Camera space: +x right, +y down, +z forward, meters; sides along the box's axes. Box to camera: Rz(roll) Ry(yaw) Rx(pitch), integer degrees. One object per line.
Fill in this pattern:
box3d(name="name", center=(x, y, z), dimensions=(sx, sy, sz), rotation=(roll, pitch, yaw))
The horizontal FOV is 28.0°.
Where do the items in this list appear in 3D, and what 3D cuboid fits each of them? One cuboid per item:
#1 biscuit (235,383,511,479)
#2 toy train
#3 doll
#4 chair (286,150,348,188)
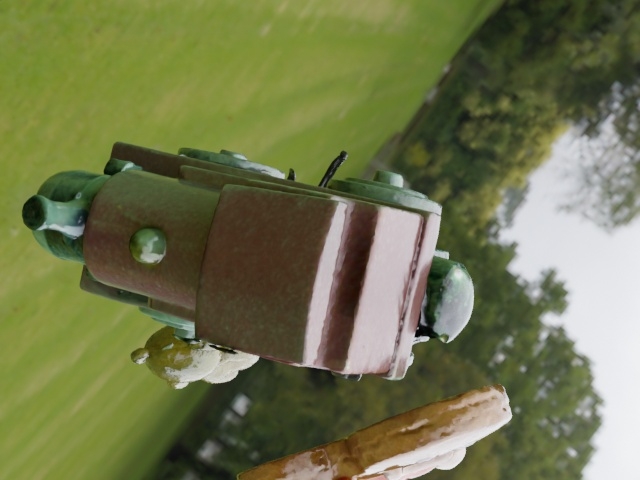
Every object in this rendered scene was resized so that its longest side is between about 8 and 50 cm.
box3d(name="biscuit", center=(0.019, 0.170, 0.952), dimensions=(0.205, 0.049, 0.324), rotation=(-8, 163, -42))
box3d(name="toy train", center=(-0.057, 0.008, 0.866), dimensions=(0.221, 0.304, 0.150), rotation=(10, 92, -61))
box3d(name="doll", center=(-0.166, 0.154, 1.787), dimensions=(0.137, 0.097, 0.209), rotation=(-19, 162, 18))
box3d(name="chair", center=(0.000, 0.000, 1.752), dimensions=(0.149, 0.174, 0.213), rotation=(-32, 155, -55))
